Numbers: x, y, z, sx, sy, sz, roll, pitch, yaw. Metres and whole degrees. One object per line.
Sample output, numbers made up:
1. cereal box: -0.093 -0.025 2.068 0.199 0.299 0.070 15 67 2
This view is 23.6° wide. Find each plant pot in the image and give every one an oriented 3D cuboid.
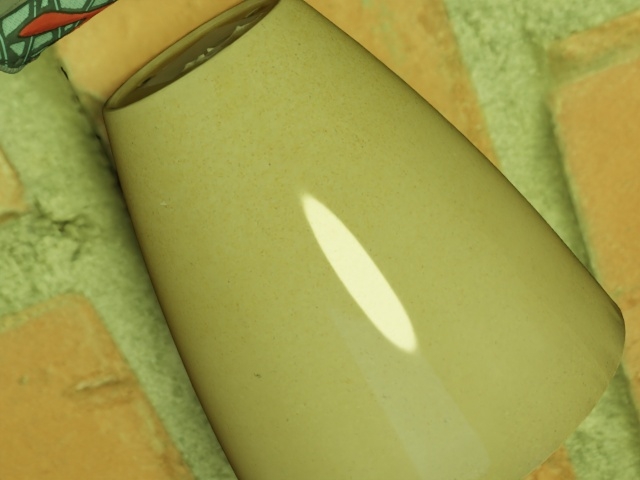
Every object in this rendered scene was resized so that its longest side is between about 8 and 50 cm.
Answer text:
1. plant pot: 0.000 0.000 0.904 0.256 0.256 0.274 -32 107 8

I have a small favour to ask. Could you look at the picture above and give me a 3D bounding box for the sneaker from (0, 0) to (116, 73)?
1. sneaker: -0.159 -0.149 0.791 0.262 0.104 0.125 -26 162 -48
